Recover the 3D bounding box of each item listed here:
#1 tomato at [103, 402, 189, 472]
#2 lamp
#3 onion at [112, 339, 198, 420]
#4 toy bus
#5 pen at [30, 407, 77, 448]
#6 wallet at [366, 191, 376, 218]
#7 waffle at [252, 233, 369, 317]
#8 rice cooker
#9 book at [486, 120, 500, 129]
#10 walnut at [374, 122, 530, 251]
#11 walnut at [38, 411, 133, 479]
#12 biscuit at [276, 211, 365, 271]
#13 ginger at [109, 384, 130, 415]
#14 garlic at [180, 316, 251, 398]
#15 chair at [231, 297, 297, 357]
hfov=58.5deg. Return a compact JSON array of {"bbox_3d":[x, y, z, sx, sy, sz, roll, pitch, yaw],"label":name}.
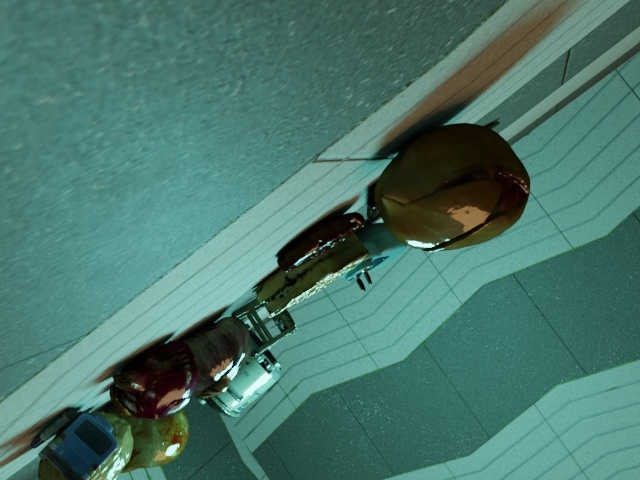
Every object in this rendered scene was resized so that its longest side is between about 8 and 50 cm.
[{"bbox_3d":[-0.535,0.556,1.706,0.270,0.223,0.270,-9,173,-1],"label":"tomato"},{"bbox_3d":[0.144,0.036,1.707,0.209,0.147,0.284,-42,179,39],"label":"lamp"},{"bbox_3d":[-0.331,0.290,1.137,0.173,0.135,0.198,-39,172,9],"label":"onion"},{"bbox_3d":[-0.519,0.446,1.247,0.133,0.116,0.234,-48,-174,-25],"label":"toy bus"},{"bbox_3d":[-0.574,0.404,1.224,0.204,0.025,0.025,-38,173,34],"label":"pen"},{"bbox_3d":[0.144,-0.102,1.160,0.133,0.039,0.243,-42,174,2],"label":"wallet"},{"bbox_3d":[-0.015,0.076,1.438,0.213,0.091,0.308,-37,173,22],"label":"waffle"},{"bbox_3d":[-0.299,0.447,1.947,0.316,0.264,0.317,-28,-152,16],"label":"rice cooker"},{"bbox_3d":[0.307,-0.194,1.398,0.282,0.025,0.215,-30,171,-46],"label":"book"},{"bbox_3d":[0.195,-0.080,0.888,0.297,0.203,0.203,-10,160,-36],"label":"walnut"},{"bbox_3d":[-0.588,0.544,1.440,0.198,0.198,0.245,-39,-169,33],"label":"walnut"},{"bbox_3d":[0.000,0.000,1.120,0.192,0.049,0.192,-28,174,-3],"label":"biscuit"},{"bbox_3d":[-0.441,0.350,1.330,0.103,0.073,0.162,-47,175,-30],"label":"ginger"},{"bbox_3d":[-0.265,0.291,1.391,0.245,0.160,0.245,-36,174,-4],"label":"garlic"},{"bbox_3d":[-0.112,0.204,1.638,0.270,0.147,0.136,-32,173,-19],"label":"chair"}]
